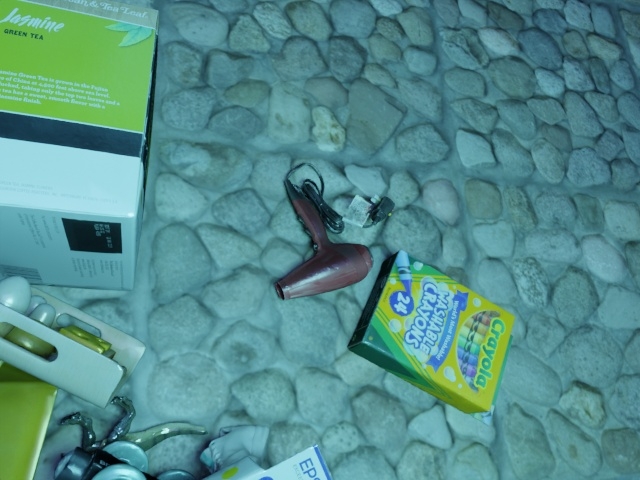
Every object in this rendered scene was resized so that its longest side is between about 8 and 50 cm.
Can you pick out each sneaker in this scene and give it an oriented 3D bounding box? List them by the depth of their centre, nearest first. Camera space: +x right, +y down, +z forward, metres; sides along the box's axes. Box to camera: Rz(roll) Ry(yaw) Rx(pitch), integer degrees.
[{"bbox_3d":[-0.134,0.331,0.804,0.094,0.212,0.080,11,92,0],"label":"sneaker"}]

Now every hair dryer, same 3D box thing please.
[{"bbox_3d":[0.000,0.000,1.059,0.223,0.080,0.294,22,57,7],"label":"hair dryer"}]

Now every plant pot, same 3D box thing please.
[{"bbox_3d":[-0.489,0.260,0.700,0.187,0.212,0.212,8,67,-3],"label":"plant pot"}]

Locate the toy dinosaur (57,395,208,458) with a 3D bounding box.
[{"bbox_3d":[-0.315,0.301,0.820,0.268,0.064,0.118,-23,94,-26],"label":"toy dinosaur"}]

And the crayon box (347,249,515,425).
[{"bbox_3d":[0.239,0.187,1.052,0.322,0.083,0.203,30,63,-8],"label":"crayon box"}]

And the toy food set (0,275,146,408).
[{"bbox_3d":[-0.352,0.118,0.747,0.219,0.306,0.092,29,80,-8],"label":"toy food set"}]

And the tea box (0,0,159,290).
[{"bbox_3d":[-0.368,-0.128,0.814,0.219,0.329,0.324,7,67,-17],"label":"tea box"}]

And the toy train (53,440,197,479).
[{"bbox_3d":[-0.228,0.417,0.742,0.333,0.142,0.190,35,78,-14],"label":"toy train"}]

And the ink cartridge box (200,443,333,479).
[{"bbox_3d":[-0.095,0.436,0.682,0.307,0.072,0.304,-24,101,-13],"label":"ink cartridge box"}]
